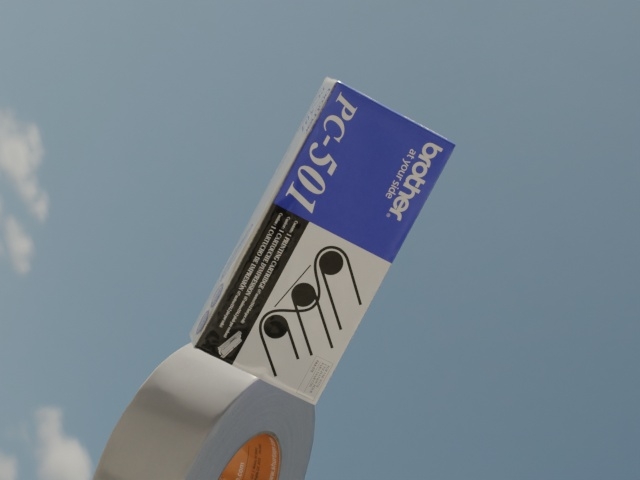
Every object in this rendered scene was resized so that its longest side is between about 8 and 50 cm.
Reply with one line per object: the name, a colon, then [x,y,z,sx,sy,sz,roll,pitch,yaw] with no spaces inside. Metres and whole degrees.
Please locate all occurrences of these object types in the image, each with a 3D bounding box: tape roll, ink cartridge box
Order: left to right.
tape roll: [-0.090,0.188,1.181,0.072,0.219,0.219,22,-52,24]
ink cartridge box: [0.000,0.000,1.056,0.207,0.097,0.046,-62,-166,5]
